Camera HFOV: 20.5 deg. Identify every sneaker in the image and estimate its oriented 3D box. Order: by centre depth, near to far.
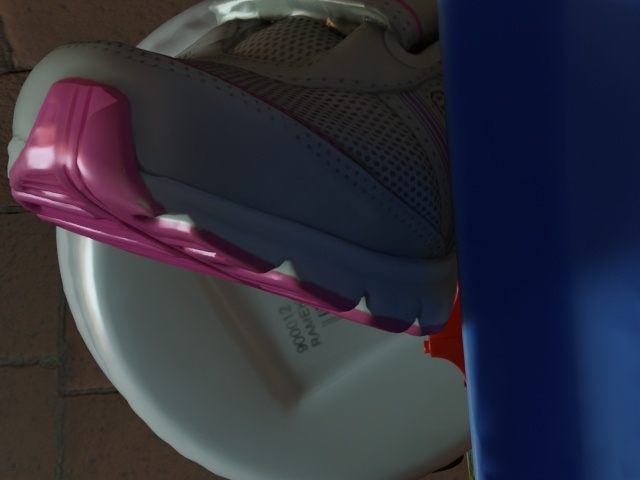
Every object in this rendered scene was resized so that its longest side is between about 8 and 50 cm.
[{"bbox_3d":[0.018,-0.045,0.455,0.252,0.103,0.111,-9,-68,-59],"label":"sneaker"}]

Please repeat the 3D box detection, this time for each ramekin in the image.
[{"bbox_3d":[0.000,0.000,0.918,0.135,0.277,0.277,-136,39,-82],"label":"ramekin"}]

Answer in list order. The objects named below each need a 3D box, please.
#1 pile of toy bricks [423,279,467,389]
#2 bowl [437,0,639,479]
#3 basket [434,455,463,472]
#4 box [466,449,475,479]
[{"bbox_3d":[0.066,-0.038,0.777,0.118,0.105,0.212,-41,-54,-86],"label":"pile of toy bricks"},{"bbox_3d":[0.067,0.091,0.225,0.391,0.077,0.391,-5,-90,-87],"label":"bowl"},{"bbox_3d":[0.038,0.008,1.075,0.204,0.154,0.226,7,-77,-52],"label":"basket"},{"bbox_3d":[0.127,0.104,1.256,0.201,0.057,0.293,81,-176,-46],"label":"box"}]
